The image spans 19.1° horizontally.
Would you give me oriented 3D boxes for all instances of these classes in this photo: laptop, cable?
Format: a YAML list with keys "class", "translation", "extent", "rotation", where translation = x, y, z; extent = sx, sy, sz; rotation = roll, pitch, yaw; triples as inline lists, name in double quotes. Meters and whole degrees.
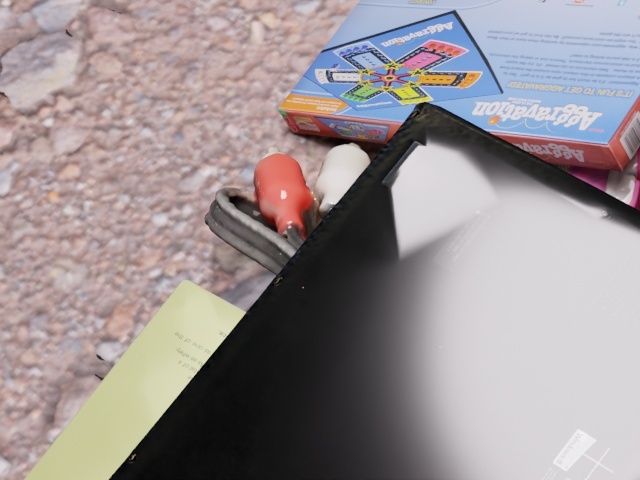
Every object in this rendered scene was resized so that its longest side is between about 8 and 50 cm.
- class: "laptop"
  translation: [0.118, 0.208, 0.966]
  extent: [0.408, 0.236, 0.382]
  rotation: [31, 73, 31]
- class: "cable"
  translation: [0.000, 0.000, 1.143]
  extent: [0.139, 0.072, 0.287]
  rotation: [8, 16, -5]

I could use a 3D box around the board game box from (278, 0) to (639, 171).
- class: "board game box"
  translation: [0.112, -0.117, 1.235]
  extent: [0.281, 0.027, 0.145]
  rotation: [10, 55, 44]

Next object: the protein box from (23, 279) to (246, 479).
- class: "protein box"
  translation: [-0.048, 0.171, 1.080]
  extent: [0.200, 0.136, 0.201]
  rotation: [28, 66, 23]

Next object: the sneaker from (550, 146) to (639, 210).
- class: "sneaker"
  translation: [0.144, -0.001, 1.179]
  extent: [0.111, 0.103, 0.252]
  rotation: [1, 54, 13]
